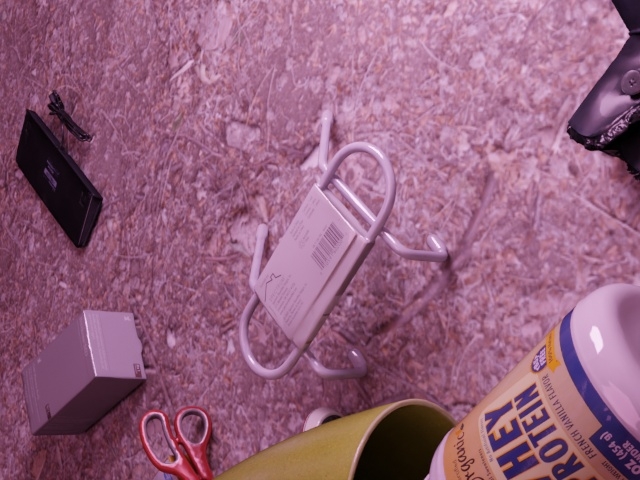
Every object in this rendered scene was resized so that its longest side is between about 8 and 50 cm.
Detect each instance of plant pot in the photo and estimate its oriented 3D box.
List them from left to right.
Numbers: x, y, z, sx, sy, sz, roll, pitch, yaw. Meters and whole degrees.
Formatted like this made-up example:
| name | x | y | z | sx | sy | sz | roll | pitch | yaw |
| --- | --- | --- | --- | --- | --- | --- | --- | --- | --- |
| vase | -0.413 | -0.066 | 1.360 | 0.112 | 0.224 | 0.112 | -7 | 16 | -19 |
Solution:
| name | x | y | z | sx | sy | sz | roll | pitch | yaw |
| --- | --- | --- | --- | --- | --- | --- | --- | --- | --- |
| plant pot | -0.002 | 0.327 | 1.241 | 0.294 | 0.275 | 0.274 | -13 | 77 | 38 |

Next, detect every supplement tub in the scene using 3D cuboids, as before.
| name | x | y | z | sx | sy | sz | roll | pitch | yaw |
| --- | --- | --- | --- | --- | --- | --- | --- | --- | --- |
| supplement tub | 0.246 | 0.220 | 1.045 | 0.316 | 0.228 | 0.228 | -52 | 51 | 30 |

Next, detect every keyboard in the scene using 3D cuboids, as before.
| name | x | y | z | sx | sy | sz | roll | pitch | yaw |
| --- | --- | --- | --- | --- | --- | --- | --- | --- | --- |
| keyboard | -0.470 | -0.148 | 2.011 | 0.317 | 0.033 | 0.201 | 46 | 125 | 39 |

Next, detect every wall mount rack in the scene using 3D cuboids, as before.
| name | x | y | z | sx | sy | sz | roll | pitch | yaw |
| --- | --- | --- | --- | --- | --- | --- | --- | --- | --- |
| wall mount rack | 0.000 | 0.000 | 1.420 | 0.304 | 0.130 | 0.350 | 51 | 122 | 33 |

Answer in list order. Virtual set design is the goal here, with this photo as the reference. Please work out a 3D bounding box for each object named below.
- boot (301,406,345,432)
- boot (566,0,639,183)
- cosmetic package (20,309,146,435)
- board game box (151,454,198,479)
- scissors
| name | x | y | z | sx | sy | sz | roll | pitch | yaw |
| --- | --- | --- | --- | --- | --- | --- | --- | --- | --- |
| boot | -0.037 | 0.333 | 1.452 | 0.176 | 0.088 | 0.244 | 2 | 92 | 49 |
| boot | 0.306 | -0.194 | 1.117 | 0.246 | 0.094 | 0.207 | 46 | 115 | 33 |
| cosmetic package | -0.396 | 0.223 | 1.841 | 0.238 | 0.107 | 0.127 | -44 | 53 | 39 |
| board game box | -0.230 | 0.512 | 1.657 | 0.316 | 0.064 | 0.242 | -53 | 51 | 30 |
| scissors | -0.170 | 0.364 | 1.585 | 0.297 | 0.109 | 0.021 | 63 | 154 | 28 |
